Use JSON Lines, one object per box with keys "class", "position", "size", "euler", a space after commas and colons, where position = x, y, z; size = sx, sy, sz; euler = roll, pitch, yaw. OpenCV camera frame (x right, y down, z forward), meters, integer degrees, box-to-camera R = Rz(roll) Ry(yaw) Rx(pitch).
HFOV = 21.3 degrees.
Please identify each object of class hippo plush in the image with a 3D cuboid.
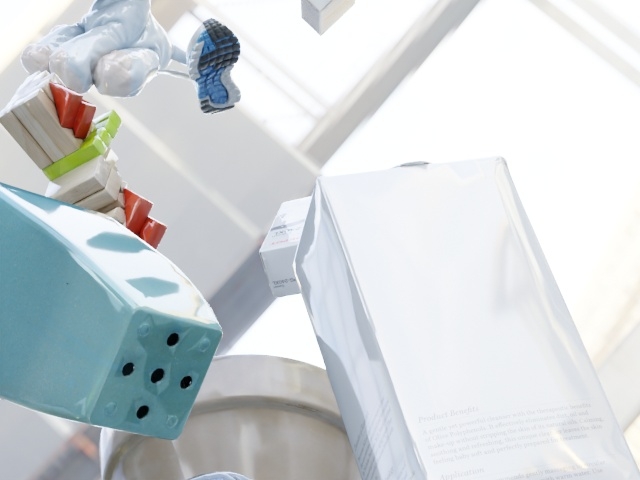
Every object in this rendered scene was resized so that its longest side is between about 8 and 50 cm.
{"class": "hippo plush", "position": [-0.312, -0.358, 2.620], "size": [0.234, 0.294, 0.236], "euler": [-110, 22, -70]}

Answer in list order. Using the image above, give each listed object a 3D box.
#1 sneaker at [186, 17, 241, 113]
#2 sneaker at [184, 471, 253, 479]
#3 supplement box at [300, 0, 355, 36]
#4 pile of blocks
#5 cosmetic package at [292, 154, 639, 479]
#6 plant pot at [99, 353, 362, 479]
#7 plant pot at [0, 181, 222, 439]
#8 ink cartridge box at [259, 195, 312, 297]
{"class": "sneaker", "position": [-0.145, -0.235, 2.142], "size": [0.071, 0.083, 0.190], "euler": [-19, -22, -12]}
{"class": "sneaker", "position": [-0.028, 0.305, 1.171], "size": [0.111, 0.297, 0.129], "euler": [-15, -33, -17]}
{"class": "supplement box", "position": [0.009, -0.288, 2.015], "size": [0.062, 0.036, 0.098], "euler": [-44, -8, -8]}
{"class": "pile of blocks", "position": [-0.243, -0.050, 2.023], "size": [0.113, 0.362, 0.149], "euler": [-24, 1, 27]}
{"class": "cosmetic package", "position": [0.121, 0.114, 1.517], "size": [0.197, 0.365, 0.155], "euler": [-6, -36, -17]}
{"class": "plant pot", "position": [-0.082, 0.329, 1.861], "size": [0.323, 0.280, 0.323], "euler": [-3, -45, -3]}
{"class": "plant pot", "position": [-0.208, 0.073, 1.473], "size": [0.166, 0.234, 0.165], "euler": [19, -84, -45]}
{"class": "ink cartridge box", "position": [0.000, 0.000, 1.985], "size": [0.109, 0.063, 0.150], "euler": [-12, 21, 15]}
